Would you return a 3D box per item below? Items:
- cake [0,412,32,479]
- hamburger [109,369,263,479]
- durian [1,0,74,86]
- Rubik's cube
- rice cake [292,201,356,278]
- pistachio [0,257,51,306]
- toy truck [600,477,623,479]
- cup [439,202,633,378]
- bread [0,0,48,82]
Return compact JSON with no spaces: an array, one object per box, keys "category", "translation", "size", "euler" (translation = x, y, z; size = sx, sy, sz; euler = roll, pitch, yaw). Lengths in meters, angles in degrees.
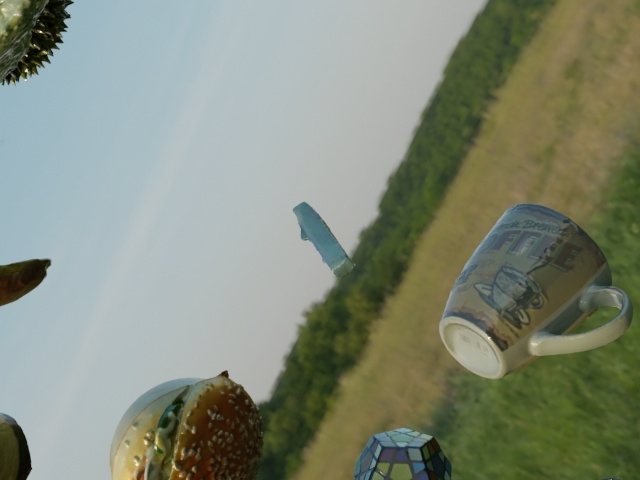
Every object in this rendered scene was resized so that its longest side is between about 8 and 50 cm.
[{"category":"cake","translation":[-0.642,0.391,2.165],"size":[0.178,0.207,0.185],"euler":[13,-101,-66]},{"category":"hamburger","translation":[-0.169,0.283,1.600],"size":[0.237,0.147,0.237],"euler":[-17,-64,-38]},{"category":"durian","translation":[-0.516,-0.437,2.089],"size":[0.158,0.169,0.352],"euler":[-52,-33,-75]},{"category":"Rubik's cube","translation":[0.106,0.307,1.585],"size":[0.112,0.133,0.133],"euler":[-25,19,29]},{"category":"rice cake","translation":[0.000,0.000,1.745],"size":[0.042,0.030,0.180],"euler":[-38,36,2]},{"category":"pistachio","translation":[-0.412,0.061,1.550],"size":[0.089,0.049,0.173],"euler":[-24,-9,42]},{"category":"toy truck","translation":[0.379,0.310,1.180],"size":[0.155,0.268,0.124],"euler":[-76,-34,-53]},{"category":"cup","translation":[0.357,0.116,2.029],"size":[0.257,0.301,0.227],"euler":[-47,-43,-26]},{"category":"bread","translation":[-0.281,-0.159,0.980],"size":[0.172,0.064,0.232],"euler":[-48,7,-35]}]
